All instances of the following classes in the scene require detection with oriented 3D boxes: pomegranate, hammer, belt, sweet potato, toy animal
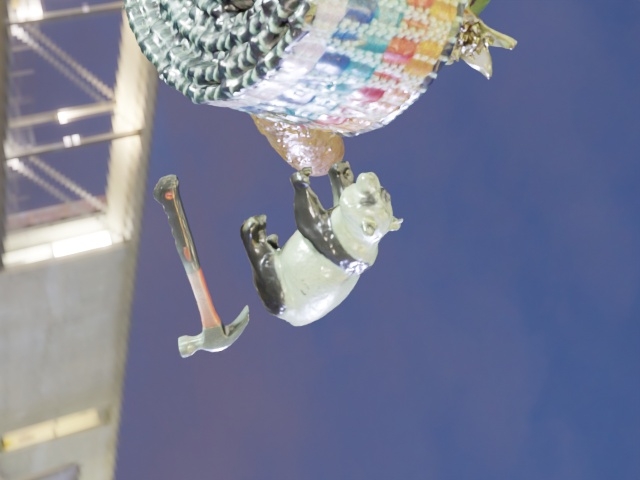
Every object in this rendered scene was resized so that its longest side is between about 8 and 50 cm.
[{"bbox_3d":[0.093,-0.226,1.176,0.148,0.148,0.169,145,-54,-61],"label":"pomegranate"},{"bbox_3d":[-0.176,0.036,1.851,0.033,0.111,0.288,-101,176,-56],"label":"hammer"},{"bbox_3d":[-0.023,-0.197,0.908,0.295,0.160,0.207,47,-59,46],"label":"belt"},{"bbox_3d":[-0.048,-0.177,1.469,0.341,0.092,0.114,68,21,-43],"label":"sweet potato"},{"bbox_3d":[0.000,0.000,1.369,0.225,0.093,0.121,-45,-111,38],"label":"toy animal"}]
